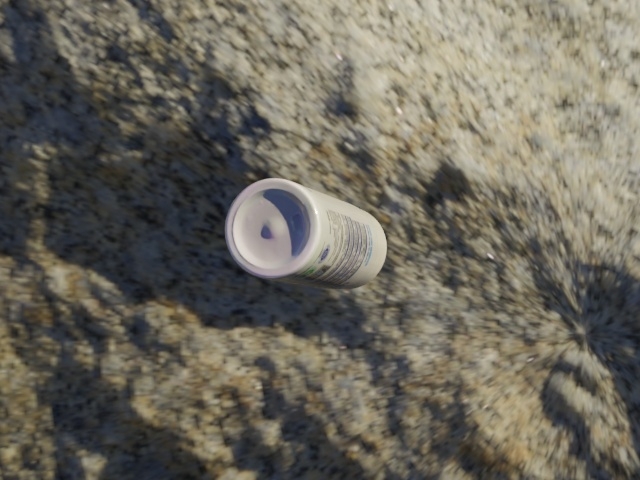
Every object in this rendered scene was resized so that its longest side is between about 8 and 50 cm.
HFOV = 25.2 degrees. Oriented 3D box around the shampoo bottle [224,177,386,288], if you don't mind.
[{"bbox_3d":[0.000,0.000,1.389,0.092,0.303,0.092,-1,86,17],"label":"shampoo bottle"}]
